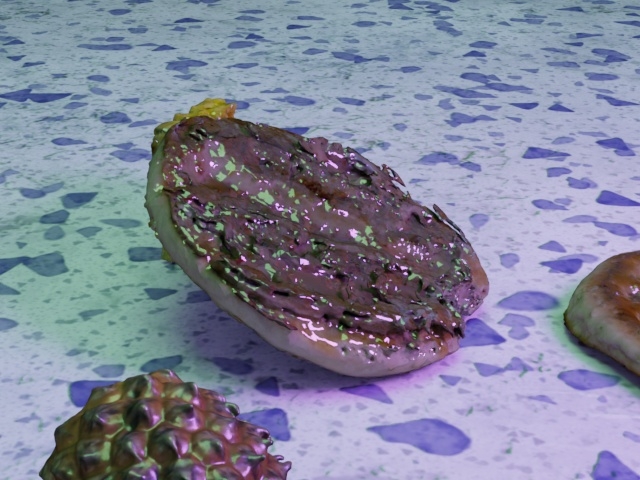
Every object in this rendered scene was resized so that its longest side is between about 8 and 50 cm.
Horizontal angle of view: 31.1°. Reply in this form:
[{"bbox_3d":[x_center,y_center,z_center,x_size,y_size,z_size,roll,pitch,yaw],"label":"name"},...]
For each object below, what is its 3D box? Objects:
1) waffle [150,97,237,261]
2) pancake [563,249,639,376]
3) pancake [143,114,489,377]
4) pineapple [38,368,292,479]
[{"bbox_3d":[-0.134,-0.084,1.373,0.055,0.160,0.211,4,22,16],"label":"waffle"},{"bbox_3d":[0.425,0.077,1.151,0.356,0.065,0.356,-2,22,1],"label":"pancake"},{"bbox_3d":[0.001,-0.001,1.168,0.382,0.071,0.382,19,32,-13],"label":"pancake"},{"bbox_3d":[-0.090,0.183,0.767,0.166,0.166,0.193,-14,44,-32],"label":"pineapple"}]
